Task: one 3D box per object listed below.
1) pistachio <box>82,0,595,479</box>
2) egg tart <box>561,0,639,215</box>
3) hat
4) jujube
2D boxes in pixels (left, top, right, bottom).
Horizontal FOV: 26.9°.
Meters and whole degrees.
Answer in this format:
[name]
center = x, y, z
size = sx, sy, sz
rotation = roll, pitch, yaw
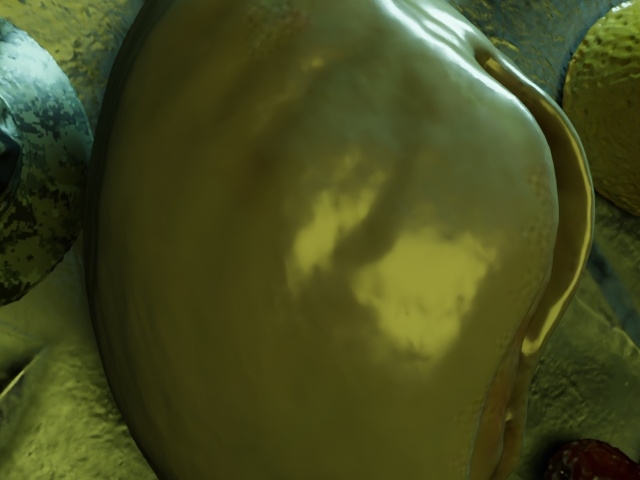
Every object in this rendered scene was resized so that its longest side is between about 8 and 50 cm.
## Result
[pistachio]
center = 0.000, 0.000, 0.911
size = 0.281, 0.365, 0.445
rotation = -11, 94, -64
[egg tart]
center = 0.319, -0.116, 1.105
size = 0.203, 0.147, 0.202
rotation = 0, 90, -21
[hat]
center = -0.274, -0.059, 0.896
size = 0.265, 0.128, 0.265
rotation = 0, 89, -18
[jujube]
center = 0.247, 0.217, 1.131
size = 0.129, 0.077, 0.077
rotation = 30, 82, -24
